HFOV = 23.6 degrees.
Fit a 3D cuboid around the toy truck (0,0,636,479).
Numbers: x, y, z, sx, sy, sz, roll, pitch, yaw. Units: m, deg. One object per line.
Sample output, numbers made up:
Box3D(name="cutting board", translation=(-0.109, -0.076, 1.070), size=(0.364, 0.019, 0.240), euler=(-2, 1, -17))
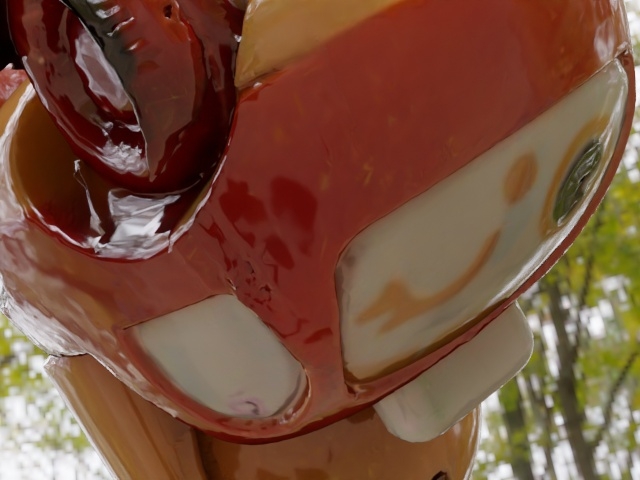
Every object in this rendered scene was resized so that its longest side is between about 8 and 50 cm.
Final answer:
Box3D(name="toy truck", translation=(0.000, 0.000, 0.493), size=(0.189, 0.239, 0.265), euler=(-34, 7, -31))
